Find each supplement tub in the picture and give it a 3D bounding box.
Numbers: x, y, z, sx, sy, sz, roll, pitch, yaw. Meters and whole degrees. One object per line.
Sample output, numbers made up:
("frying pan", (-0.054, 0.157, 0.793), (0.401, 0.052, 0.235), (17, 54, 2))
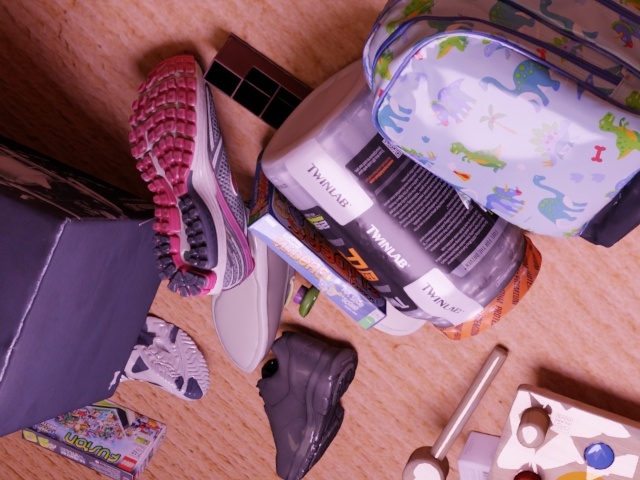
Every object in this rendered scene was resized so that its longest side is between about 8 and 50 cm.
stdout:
("supplement tub", (0.100, -0.043, 1.801), (0.316, 0.193, 0.193), (45, 138, -15))

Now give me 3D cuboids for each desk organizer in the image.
("desk organizer", (-0.074, -0.186, 1.877), (0.130, 0.050, 0.047), (35, 140, -3))

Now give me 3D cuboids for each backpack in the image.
("backpack", (0.220, -0.157, 1.593), (0.355, 0.273, 0.290), (44, 144, 2))

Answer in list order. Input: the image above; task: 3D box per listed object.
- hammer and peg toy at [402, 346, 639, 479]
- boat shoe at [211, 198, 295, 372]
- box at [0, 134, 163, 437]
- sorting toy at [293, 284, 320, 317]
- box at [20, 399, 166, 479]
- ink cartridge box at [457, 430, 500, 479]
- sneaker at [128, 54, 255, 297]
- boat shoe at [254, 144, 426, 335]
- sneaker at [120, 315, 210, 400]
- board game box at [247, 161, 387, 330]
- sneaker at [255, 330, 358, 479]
("hammer and peg toy", (0.291, 0.313, 2.020), (0.361, 0.127, 0.266), (20, 112, 10))
("boat shoe", (-0.083, 0.058, 2.090), (0.109, 0.091, 0.305), (37, 143, 28))
("box", (-0.491, 0.009, 1.970), (0.472, 0.480, 0.297), (25, 96, 9))
("sorting toy", (-0.016, 0.050, 2.073), (0.042, 0.061, 0.102), (28, 117, 6))
("box", (-0.367, 0.310, 2.515), (0.207, 0.114, 0.036), (21, 139, 12))
("ink cartridge box", (0.290, 0.339, 2.166), (0.181, 0.061, 0.104), (10, 134, 25))
("sneaker", (-0.156, -0.081, 1.929), (0.121, 0.112, 0.299), (-5, 92, 40))
("boat shoe", (0.030, -0.007, 1.984), (0.319, 0.116, 0.099), (46, -178, -26))
("sneaker", (-0.279, 0.186, 2.351), (0.235, 0.094, 0.153), (30, 141, 2))
("board game box", (0.000, 0.000, 1.845), (0.035, 0.136, 0.201), (-37, 116, 25))
("sneaker", (-0.033, 0.235, 2.252), (0.130, 0.109, 0.286), (28, 131, 15))
